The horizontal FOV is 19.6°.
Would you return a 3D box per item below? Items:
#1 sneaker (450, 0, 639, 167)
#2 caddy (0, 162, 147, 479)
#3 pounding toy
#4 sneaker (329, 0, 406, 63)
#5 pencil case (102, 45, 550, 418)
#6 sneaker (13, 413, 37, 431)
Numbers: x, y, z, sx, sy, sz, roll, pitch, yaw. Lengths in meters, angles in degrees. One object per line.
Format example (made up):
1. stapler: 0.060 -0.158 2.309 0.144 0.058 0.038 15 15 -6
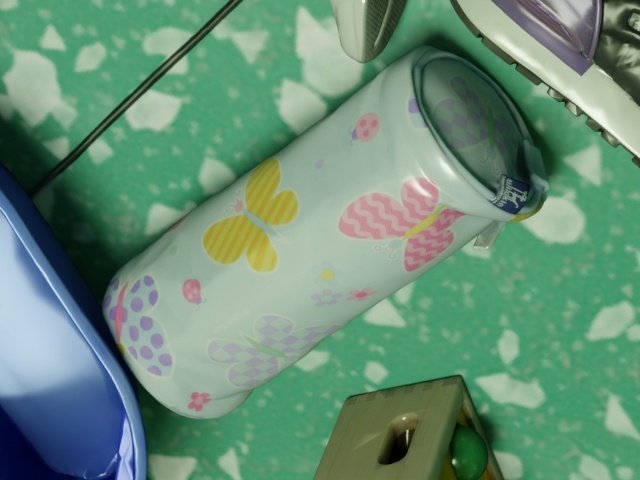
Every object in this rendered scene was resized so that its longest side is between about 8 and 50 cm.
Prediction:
1. sneaker: 0.212 -0.092 0.971 0.283 0.107 0.124 36 116 -6
2. caddy: -0.249 0.083 1.103 0.241 0.179 0.341 -32 99 4
3. pounding toy: 0.073 0.221 1.140 0.094 0.181 0.206 -14 114 22
4. sneaker: 0.012 -0.172 1.017 0.061 0.054 0.152 9 119 29
5. pencil case: 0.000 0.000 1.078 0.273 0.113 0.124 -34 148 28
6. sneaker: -0.221 0.157 1.262 0.075 0.063 0.170 41 118 -20
